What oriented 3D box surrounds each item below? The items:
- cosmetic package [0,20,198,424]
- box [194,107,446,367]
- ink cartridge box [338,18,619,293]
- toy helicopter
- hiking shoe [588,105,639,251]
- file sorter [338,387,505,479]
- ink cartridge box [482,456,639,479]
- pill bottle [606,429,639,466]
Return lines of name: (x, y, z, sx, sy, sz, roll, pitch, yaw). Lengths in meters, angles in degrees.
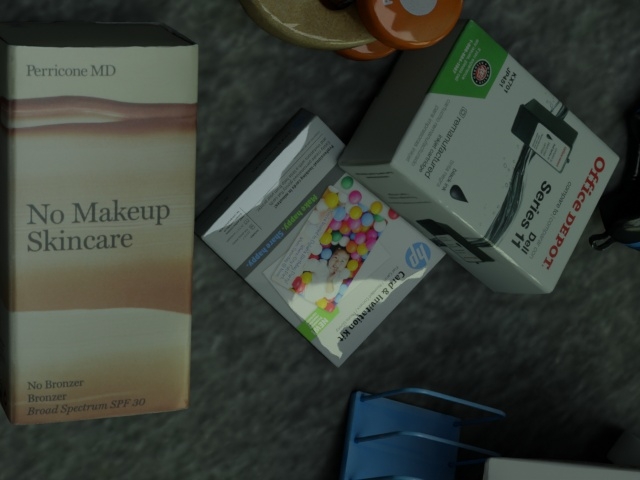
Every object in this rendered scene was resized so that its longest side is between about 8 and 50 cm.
cosmetic package: (-0.183, -0.018, 1.166, 0.153, 0.129, 0.296, -4, 107, -19)
box: (0.000, 0.000, 1.296, 0.145, 0.038, 0.186, -46, 117, -4)
ink cartridge box: (0.142, -0.069, 1.285, 0.208, 0.087, 0.153, 37, 73, -27)
toy helicopter: (0.026, -0.328, 1.181, 0.235, 0.140, 0.355, 21, 86, -17)
hiking shoe: (0.358, -0.118, 1.361, 0.132, 0.113, 0.304, 12, 101, -25)
file sorter: (0.091, 0.226, 1.327, 0.118, 0.104, 0.170, 18, 70, -26)
ink cartridge box: (0.236, 0.277, 1.283, 0.171, 0.232, 0.168, 2, 82, 16)
pill bottle: (0.281, 0.305, 1.453, 0.121, 0.121, 0.221, 33, 92, -27)
